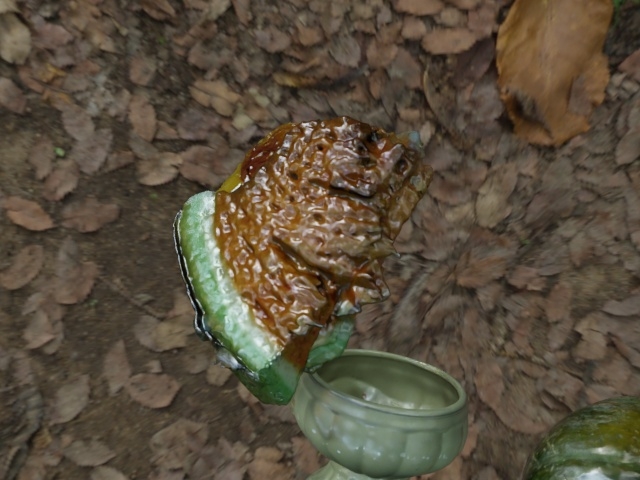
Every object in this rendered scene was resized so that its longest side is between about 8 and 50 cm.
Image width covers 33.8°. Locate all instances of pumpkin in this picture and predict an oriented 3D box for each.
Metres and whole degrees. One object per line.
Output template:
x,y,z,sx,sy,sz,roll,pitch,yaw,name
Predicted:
0.518,0.468,1.681,0.344,0.454,0.454,-19,85,43,pumpkin

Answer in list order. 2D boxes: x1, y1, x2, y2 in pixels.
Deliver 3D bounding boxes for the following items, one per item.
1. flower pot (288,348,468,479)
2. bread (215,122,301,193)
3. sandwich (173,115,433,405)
0.087,0.341,1.787,0.307,0.307,0.244,13,102,7,flower pot
-0.092,-0.045,1.612,0.185,0.109,0.380,20,49,24,bread
0.000,0.000,1.101,0.301,0.162,0.250,-43,53,11,sandwich
